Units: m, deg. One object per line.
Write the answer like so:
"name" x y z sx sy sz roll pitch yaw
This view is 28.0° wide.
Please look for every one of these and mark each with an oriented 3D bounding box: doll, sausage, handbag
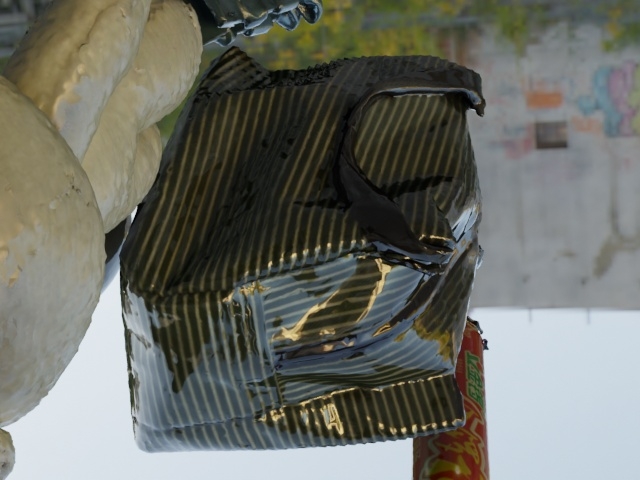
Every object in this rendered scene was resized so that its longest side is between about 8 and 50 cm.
"doll" -0.140 -0.028 0.576 0.149 0.175 0.278 -2 -159 18
"sausage" 0.120 0.175 1.174 0.083 0.083 0.264 -3 -145 7
"handbag" -0.084 -0.249 1.106 0.062 0.179 0.229 -33 -178 30
"handbag" 0.000 0.000 0.956 0.240 0.247 0.340 5 -147 10

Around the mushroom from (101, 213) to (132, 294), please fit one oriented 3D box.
"mushroom" -0.261 -0.025 1.044 0.204 0.204 0.204 -5 -166 1
